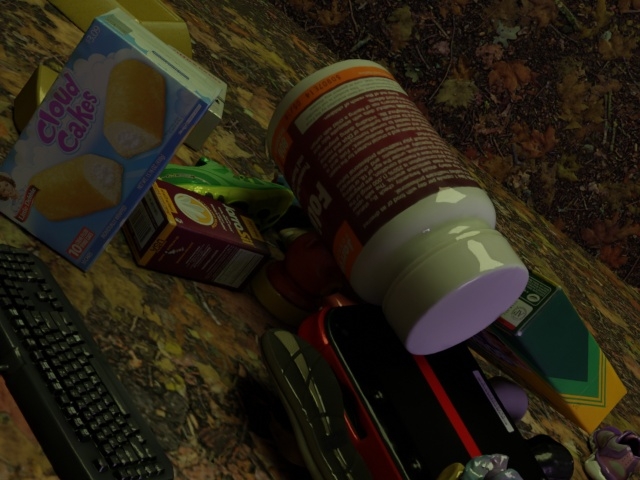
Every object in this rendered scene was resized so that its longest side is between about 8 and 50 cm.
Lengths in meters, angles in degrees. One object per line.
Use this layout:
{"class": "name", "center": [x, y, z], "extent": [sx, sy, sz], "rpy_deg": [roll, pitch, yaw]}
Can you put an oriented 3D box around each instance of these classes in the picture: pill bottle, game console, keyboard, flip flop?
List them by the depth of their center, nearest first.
{"class": "keyboard", "center": [-0.278, 0.114, 0.747], "extent": [0.317, 0.033, 0.201], "rpy_deg": [49, 22, 23]}
{"class": "flip flop", "center": [-0.013, 0.230, 0.926], "extent": [0.112, 0.080, 0.277], "rpy_deg": [7, 54, -59]}
{"class": "game console", "center": [0.155, 0.251, 1.081], "extent": [0.342, 0.060, 0.386], "rpy_deg": [2, 52, -52]}
{"class": "pill bottle", "center": [0.101, -0.050, 1.112], "extent": [0.224, 0.224, 0.392], "rpy_deg": [14, 37, -51]}

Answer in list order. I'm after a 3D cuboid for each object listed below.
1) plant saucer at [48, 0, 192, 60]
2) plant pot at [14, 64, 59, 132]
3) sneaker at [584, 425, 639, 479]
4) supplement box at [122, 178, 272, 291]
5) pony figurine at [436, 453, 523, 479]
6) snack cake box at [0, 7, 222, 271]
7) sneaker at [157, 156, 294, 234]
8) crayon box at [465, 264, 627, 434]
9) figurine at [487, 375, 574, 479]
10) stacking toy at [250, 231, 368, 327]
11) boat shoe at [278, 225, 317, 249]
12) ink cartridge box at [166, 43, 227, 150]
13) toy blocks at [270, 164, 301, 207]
{"class": "plant saucer", "center": [-0.437, -0.507, 1.675], "extent": [0.333, 0.081, 0.333], "rpy_deg": [41, 19, 1]}
{"class": "plant pot", "center": [-0.378, -0.177, 1.104], "extent": [0.081, 0.081, 0.083], "rpy_deg": [27, 36, -34]}
{"class": "sneaker", "center": [0.597, 0.418, 1.568], "extent": [0.095, 0.104, 0.236], "rpy_deg": [44, 19, 12]}
{"class": "supplement box", "center": [-0.174, -0.007, 1.106], "extent": [0.188, 0.081, 0.104], "rpy_deg": [19, 29, -46]}
{"class": "pony figurine", "center": [0.247, 0.402, 0.809], "extent": [0.363, 0.303, 0.351], "rpy_deg": [46, 52, 1]}
{"class": "snack cake box", "center": [-0.254, -0.114, 0.917], "extent": [0.152, 0.264, 0.089], "rpy_deg": [36, 21, -12]}
{"class": "sneaker", "center": [-0.149, -0.081, 1.262], "extent": [0.295, 0.109, 0.123], "rpy_deg": [7, 43, -56]}
{"class": "crayon box", "center": [0.286, 0.121, 1.300], "extent": [0.313, 0.106, 0.363], "rpy_deg": [49, -8, -37]}
{"class": "figurine", "center": [0.275, 0.303, 1.271], "extent": [0.209, 0.092, 0.215], "rpy_deg": [18, 29, -39]}
{"class": "stacking toy", "center": [0.071, 0.096, 1.259], "extent": [0.279, 0.130, 0.309], "rpy_deg": [46, 21, 16]}
{"class": "boat shoe", "center": [0.000, 0.000, 1.432], "extent": [0.072, 0.068, 0.190], "rpy_deg": [40, 17, 34]}
{"class": "ink cartridge box", "center": [-0.263, -0.276, 1.495], "extent": [0.148, 0.086, 0.203], "rpy_deg": [33, 22, -20]}
{"class": "toy blocks", "center": [0.030, -0.111, 1.498], "extent": [0.261, 0.190, 0.381], "rpy_deg": [14, 9, 18]}
